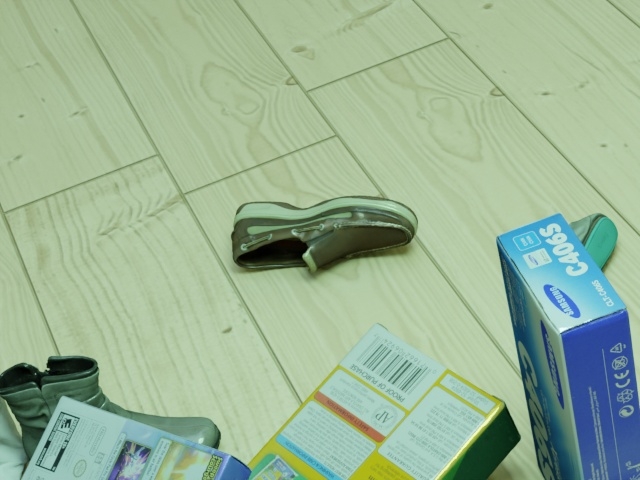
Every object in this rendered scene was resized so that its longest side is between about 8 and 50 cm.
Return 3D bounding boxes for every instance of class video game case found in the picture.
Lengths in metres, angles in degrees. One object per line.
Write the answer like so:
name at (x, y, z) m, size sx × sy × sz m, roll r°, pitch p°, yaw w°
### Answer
video game case at (-0.234, 0.328, 1.719) m, size 0.244 × 0.061 × 0.270 m, roll 14°, pitch 71°, yaw 32°

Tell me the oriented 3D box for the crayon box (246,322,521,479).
crayon box at (0.035, 0.266, 1.732) m, size 0.323 × 0.083 × 0.203 m, roll -46°, pitch 49°, yaw -16°

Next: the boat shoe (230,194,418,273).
boat shoe at (0.002, 0.005, 2.118) m, size 0.257 × 0.095 × 0.095 m, roll -3°, pitch 53°, yaw 22°

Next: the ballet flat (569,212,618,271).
ballet flat at (0.311, 0.047, 1.992) m, size 0.068 × 0.072 × 0.213 m, roll -18°, pitch 27°, yaw 43°

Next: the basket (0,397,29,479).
basket at (-0.538, 0.248, 1.776) m, size 0.266 × 0.331 × 0.328 m, roll -3°, pitch 39°, yaw 16°

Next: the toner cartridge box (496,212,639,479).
toner cartridge box at (0.263, 0.159, 1.627) m, size 0.075 × 0.348 × 0.165 m, roll -20°, pitch 38°, yaw -6°

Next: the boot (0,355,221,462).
boot at (-0.251, 0.206, 1.871) m, size 0.246 × 0.161 × 0.083 m, roll -7°, pitch 35°, yaw 8°
